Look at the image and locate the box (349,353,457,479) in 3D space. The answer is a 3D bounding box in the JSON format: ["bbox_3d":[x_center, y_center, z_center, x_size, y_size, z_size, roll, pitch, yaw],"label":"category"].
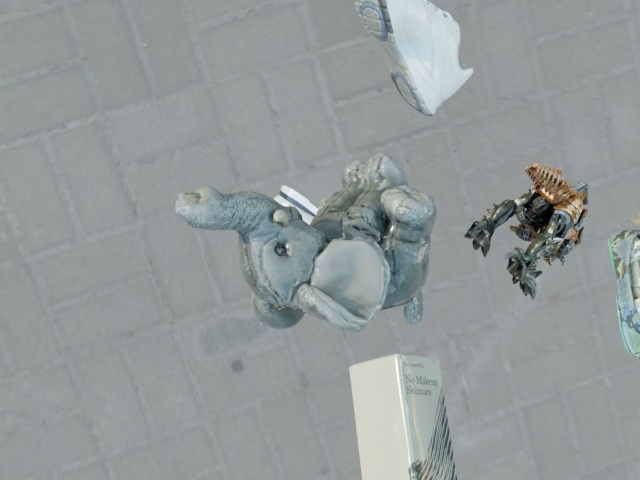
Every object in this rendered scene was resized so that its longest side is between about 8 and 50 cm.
[{"bbox_3d":[0.123,0.305,1.290,0.113,0.094,0.275,12,65,-47],"label":"box"}]

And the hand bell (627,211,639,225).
[{"bbox_3d":[0.643,-0.132,1.625,0.126,0.126,0.241,13,95,-13],"label":"hand bell"}]

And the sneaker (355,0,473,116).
[{"bbox_3d":[0.152,-0.348,1.484,0.129,0.111,0.297,-37,129,-6],"label":"sneaker"}]

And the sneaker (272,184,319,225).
[{"bbox_3d":[0.000,0.000,1.613,0.235,0.090,0.094,37,92,22],"label":"sneaker"}]

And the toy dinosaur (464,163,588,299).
[{"bbox_3d":[0.376,-0.044,1.577,0.218,0.164,0.322,-41,128,-4],"label":"toy dinosaur"}]

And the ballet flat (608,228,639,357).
[{"bbox_3d":[0.449,0.069,1.280,0.070,0.070,0.188,0,69,-11],"label":"ballet flat"}]

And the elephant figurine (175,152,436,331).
[{"bbox_3d":[-0.009,0.022,0.906,0.239,0.169,0.186,-28,66,-34],"label":"elephant figurine"}]
